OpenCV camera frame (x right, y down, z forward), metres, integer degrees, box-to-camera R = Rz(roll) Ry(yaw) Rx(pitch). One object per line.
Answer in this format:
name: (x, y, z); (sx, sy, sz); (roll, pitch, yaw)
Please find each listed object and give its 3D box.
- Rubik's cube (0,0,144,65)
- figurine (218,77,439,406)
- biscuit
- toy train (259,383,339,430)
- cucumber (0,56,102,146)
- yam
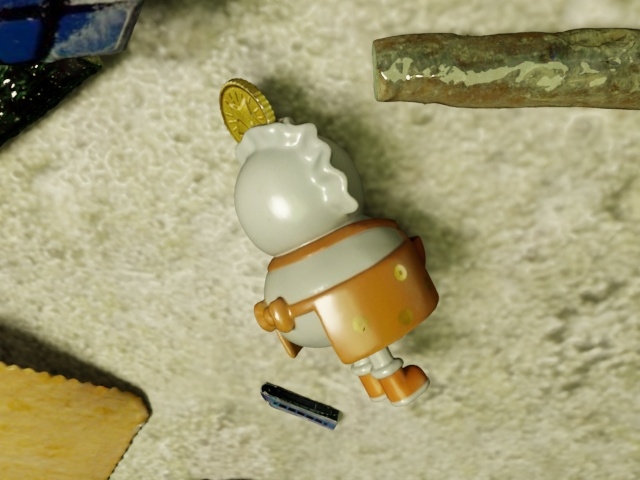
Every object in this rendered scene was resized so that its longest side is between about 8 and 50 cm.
Rubik's cube: (-0.199, -0.244, 0.259); (0.318, 0.319, 0.264); (-24, 79, 14)
figurine: (-0.005, 0.007, 0.401); (0.143, 0.143, 0.271); (-37, 104, 17)
biscuit: (-0.324, 0.211, 0.529); (0.236, 0.013, 0.232); (24, 112, -25)
toy train: (-0.023, 0.165, 0.519); (0.083, 0.017, 0.017); (22, 118, -2)
cucumber: (-0.267, -0.105, 0.428); (0.214, 0.058, 0.052); (-30, 138, 18)
yam: (0.173, -0.123, 0.372); (0.273, 0.061, 0.061); (1, 110, 7)
